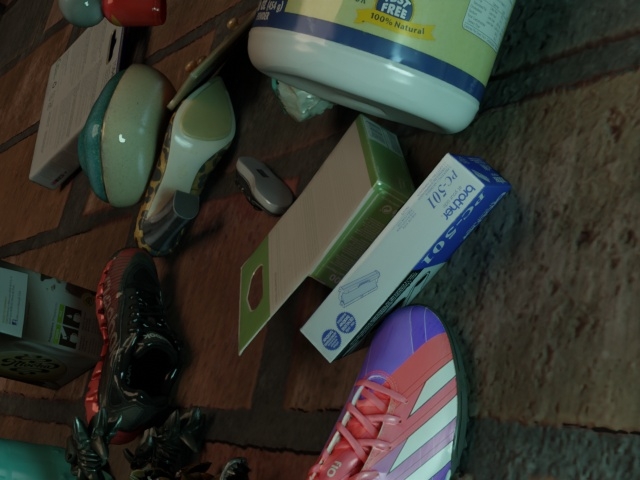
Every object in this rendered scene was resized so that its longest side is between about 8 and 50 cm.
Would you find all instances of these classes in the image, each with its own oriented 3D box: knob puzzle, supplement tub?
[{"bbox_3d":[-0.169,-0.262,1.217,0.213,0.030,0.213,-46,10,10],"label":"knob puzzle"},{"bbox_3d":[0.081,-0.279,0.767,0.228,0.228,0.316,26,99,55],"label":"supplement tub"}]

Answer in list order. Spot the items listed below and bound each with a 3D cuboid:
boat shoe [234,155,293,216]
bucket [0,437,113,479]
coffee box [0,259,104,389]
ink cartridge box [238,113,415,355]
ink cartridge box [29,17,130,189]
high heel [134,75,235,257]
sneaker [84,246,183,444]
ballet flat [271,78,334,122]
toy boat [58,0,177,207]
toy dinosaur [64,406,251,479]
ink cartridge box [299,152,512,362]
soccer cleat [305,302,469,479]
[{"bbox_3d":[-0.073,-0.060,1.033,0.142,0.049,0.040,53,132,53],"label":"boat shoe"},{"bbox_3d":[-0.419,0.391,1.088,0.281,0.183,0.281,-32,46,40],"label":"bucket"},{"bbox_3d":[-0.496,0.118,1.253,0.168,0.297,0.118,-31,48,39],"label":"coffee box"},{"bbox_3d":[0.000,0.000,0.852,0.235,0.056,0.171,-53,21,23],"label":"ink cartridge box"},{"bbox_3d":[-0.463,-0.311,1.671,0.330,0.071,0.324,-30,47,35],"label":"ink cartridge box"},{"bbox_3d":[-0.207,-0.106,1.207,0.186,0.093,0.261,-37,36,53],"label":"high heel"},{"bbox_3d":[-0.237,0.122,1.087,0.135,0.098,0.276,-31,49,40],"label":"sneaker"},{"bbox_3d":[0.065,-0.326,0.941,0.147,0.147,0.408,7,76,54],"label":"ballet flat"},{"bbox_3d":[-0.298,-0.223,1.223,0.267,0.148,0.318,-80,-6,-59],"label":"toy boat"},{"bbox_3d":[-0.192,0.303,0.889,0.322,0.164,0.218,-28,62,13],"label":"toy dinosaur"},{"bbox_3d":[0.077,0.016,0.735,0.046,0.097,0.207,45,111,17],"label":"ink cartridge box"},{"bbox_3d":[0.035,0.196,0.667,0.109,0.116,0.318,-4,67,52],"label":"soccer cleat"}]
